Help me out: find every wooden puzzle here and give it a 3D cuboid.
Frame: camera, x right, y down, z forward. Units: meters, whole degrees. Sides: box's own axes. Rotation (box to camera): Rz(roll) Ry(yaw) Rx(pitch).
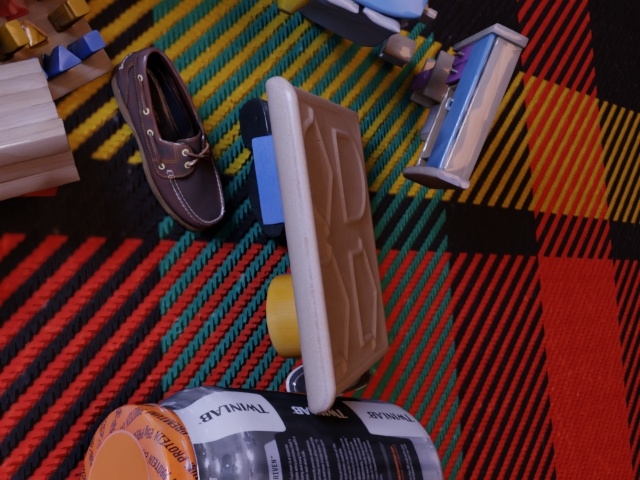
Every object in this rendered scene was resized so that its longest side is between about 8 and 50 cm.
[{"bbox_3d":[0.000,0.000,0.832,0.348,0.081,0.321,-11,94,-76],"label":"wooden puzzle"}]

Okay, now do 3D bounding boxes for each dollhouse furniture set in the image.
[{"bbox_3d":[0.057,-0.217,0.955,0.304,0.286,0.198,23,90,-11],"label":"dollhouse furniture set"}]

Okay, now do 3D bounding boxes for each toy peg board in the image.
[{"bbox_3d":[-0.285,-0.209,0.678,0.161,0.079,0.160,-43,112,-37],"label":"toy peg board"}]

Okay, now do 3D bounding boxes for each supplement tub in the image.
[{"bbox_3d":[-0.051,0.256,0.734,0.338,0.207,0.207,16,73,-41],"label":"supplement tub"}]

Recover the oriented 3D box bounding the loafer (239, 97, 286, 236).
[{"bbox_3d":[-0.052,-0.089,0.888,0.061,0.062,0.169,-3,87,-48],"label":"loafer"}]

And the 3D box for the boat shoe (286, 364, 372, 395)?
[{"bbox_3d":[0.013,0.177,0.919,0.125,0.038,0.046,5,80,-42],"label":"boat shoe"}]

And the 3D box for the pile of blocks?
[{"bbox_3d":[-0.355,-0.012,0.584,0.362,0.149,0.112,-40,154,-29],"label":"pile of blocks"}]

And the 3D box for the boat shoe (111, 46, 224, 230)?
[{"bbox_3d":[-0.157,-0.105,0.786,0.073,0.073,0.206,-40,112,-40],"label":"boat shoe"}]
